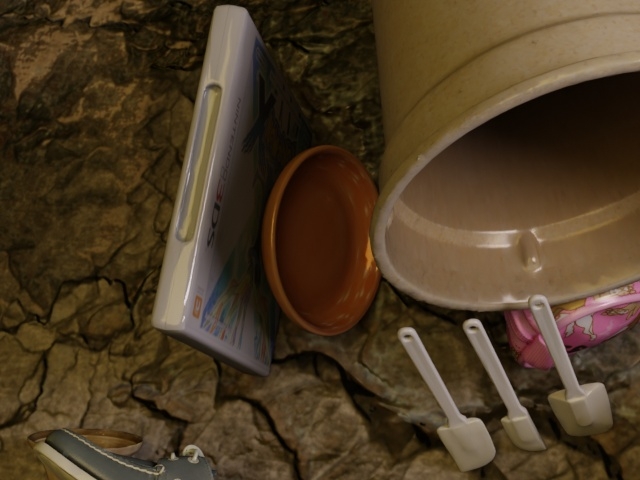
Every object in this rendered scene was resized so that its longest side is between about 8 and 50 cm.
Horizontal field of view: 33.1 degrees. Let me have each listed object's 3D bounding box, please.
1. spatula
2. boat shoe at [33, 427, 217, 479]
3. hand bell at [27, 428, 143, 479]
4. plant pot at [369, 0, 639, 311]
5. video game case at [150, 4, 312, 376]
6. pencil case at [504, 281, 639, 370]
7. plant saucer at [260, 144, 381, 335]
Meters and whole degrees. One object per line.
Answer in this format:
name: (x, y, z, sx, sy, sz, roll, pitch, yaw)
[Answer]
spatula: (0.178, 0.137, 1.023, 0.168, 0.242, 0.019, -16, 43, 16)
boat shoe: (-0.139, 0.266, 1.105, 0.319, 0.116, 0.099, 31, 67, -5)
hand bell: (-0.264, 0.337, 1.183, 0.126, 0.126, 0.242, 2, 89, 18)
plant pot: (0.177, -0.153, 0.908, 0.334, 0.334, 0.305, -18, 58, 12)
video game case: (-0.076, -0.030, 1.086, 0.036, 0.329, 0.300, 7, 78, 12)
pencil case: (0.202, -0.063, 1.102, 0.167, 0.160, 0.386, -26, 70, 10)
plant saucer: (0.000, 0.000, 1.133, 0.037, 0.200, 0.200, -1, 74, 37)
